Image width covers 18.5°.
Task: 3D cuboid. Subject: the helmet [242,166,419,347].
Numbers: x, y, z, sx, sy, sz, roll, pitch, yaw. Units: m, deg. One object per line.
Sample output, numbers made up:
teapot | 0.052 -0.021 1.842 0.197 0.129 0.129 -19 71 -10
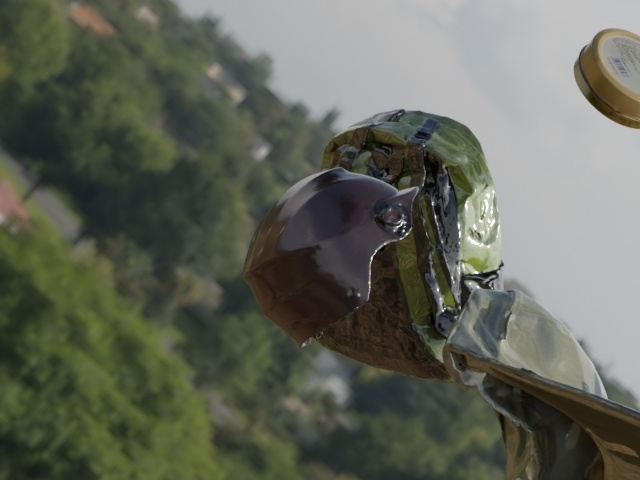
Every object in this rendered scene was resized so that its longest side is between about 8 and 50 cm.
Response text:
helmet | 0.000 0.000 1.158 0.070 0.123 0.098 35 -32 -12

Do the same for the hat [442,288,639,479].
hat | 0.186 0.129 1.287 0.245 0.149 0.214 9 -45 23

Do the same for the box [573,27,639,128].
box | 0.298 -0.157 1.907 0.105 0.037 0.105 17 46 -19

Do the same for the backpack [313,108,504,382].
backpack | 0.076 0.004 1.861 0.207 0.253 0.140 12 21 33
